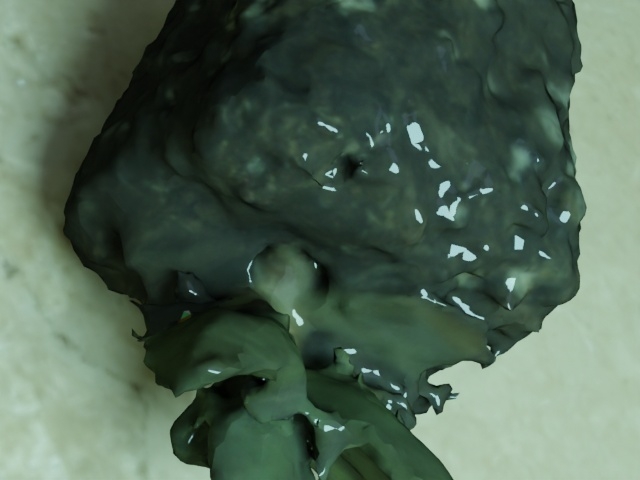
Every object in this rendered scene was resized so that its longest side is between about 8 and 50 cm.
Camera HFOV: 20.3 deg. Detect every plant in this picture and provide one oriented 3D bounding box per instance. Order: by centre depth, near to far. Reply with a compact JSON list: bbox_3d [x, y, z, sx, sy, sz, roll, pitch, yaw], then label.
[{"bbox_3d":[0.000,0.000,0.842,0.215,0.213,0.312,27,63,-26],"label":"plant"}]
